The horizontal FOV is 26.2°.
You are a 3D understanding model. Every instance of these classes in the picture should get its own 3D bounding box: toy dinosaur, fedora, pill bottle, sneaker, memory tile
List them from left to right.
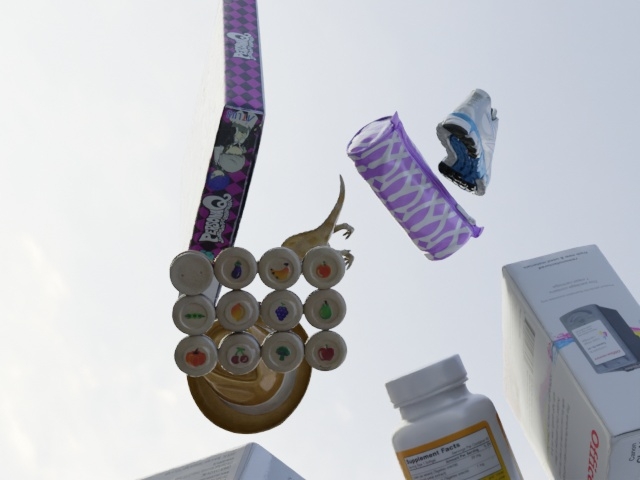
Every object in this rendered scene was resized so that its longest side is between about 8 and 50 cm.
[{"bbox_3d":[-0.105,0.160,1.825,0.194,0.194,0.079,41,-1,30],"label":"fedora"},{"bbox_3d":[-0.051,0.059,1.148,0.012,0.148,0.113,-107,-164,-74],"label":"memory tile"},{"bbox_3d":[0.000,0.000,1.651,0.183,0.092,0.053,-42,-130,34],"label":"toy dinosaur"},{"bbox_3d":[0.167,0.270,1.678,0.136,0.136,0.246,-29,-99,56],"label":"pill bottle"},{"bbox_3d":[0.190,-0.120,1.680,0.071,0.083,0.191,29,-17,15],"label":"sneaker"}]

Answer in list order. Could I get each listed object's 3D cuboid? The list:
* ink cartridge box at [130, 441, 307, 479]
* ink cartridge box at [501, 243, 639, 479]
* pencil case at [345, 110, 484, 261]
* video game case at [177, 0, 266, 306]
[{"bbox_3d":[-0.073,0.319,1.384,0.261,0.066,0.296,39,-40,-24],"label":"ink cartridge box"},{"bbox_3d":[0.319,0.186,1.585,0.306,0.131,0.226,-116,-164,-49],"label":"ink cartridge box"},{"bbox_3d":[0.119,-0.065,1.749,0.088,0.086,0.206,-19,-59,42],"label":"pencil case"},{"bbox_3d":[-0.094,-0.088,1.269,0.232,0.042,0.210,-97,-161,-55],"label":"video game case"}]
